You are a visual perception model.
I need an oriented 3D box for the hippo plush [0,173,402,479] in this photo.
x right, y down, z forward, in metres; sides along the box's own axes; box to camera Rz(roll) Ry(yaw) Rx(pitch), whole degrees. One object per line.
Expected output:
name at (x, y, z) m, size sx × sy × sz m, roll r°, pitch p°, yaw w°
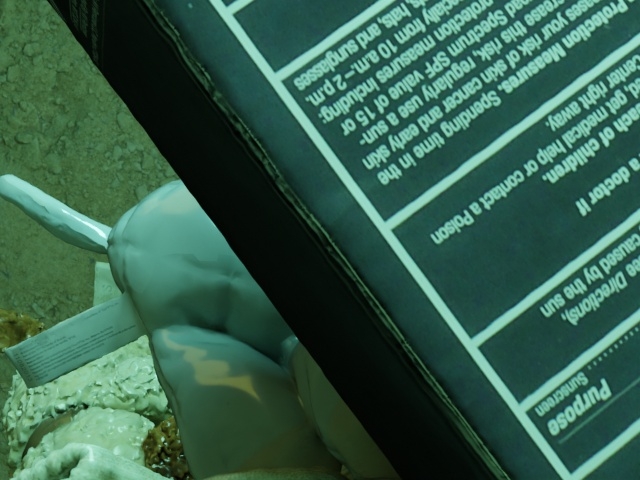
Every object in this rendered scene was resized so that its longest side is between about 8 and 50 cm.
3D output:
hippo plush at (0.009, 0.053, 0.805) m, size 0.294 × 0.234 × 0.236 m, roll -19°, pitch -22°, yaw 26°

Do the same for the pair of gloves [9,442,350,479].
pair of gloves at (-0.101, 0.142, 0.555) m, size 0.240 × 0.042 × 0.204 m, roll -34°, pitch -34°, yaw 27°

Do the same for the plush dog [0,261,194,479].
plush dog at (-0.168, 0.161, 1.060) m, size 0.262 × 0.210 × 0.225 m, roll -43°, pitch 29°, yaw 13°

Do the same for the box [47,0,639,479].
box at (0.089, -0.086, 0.537) m, size 0.296 × 0.294 × 0.183 m, roll -36°, pitch 0°, yaw -11°
